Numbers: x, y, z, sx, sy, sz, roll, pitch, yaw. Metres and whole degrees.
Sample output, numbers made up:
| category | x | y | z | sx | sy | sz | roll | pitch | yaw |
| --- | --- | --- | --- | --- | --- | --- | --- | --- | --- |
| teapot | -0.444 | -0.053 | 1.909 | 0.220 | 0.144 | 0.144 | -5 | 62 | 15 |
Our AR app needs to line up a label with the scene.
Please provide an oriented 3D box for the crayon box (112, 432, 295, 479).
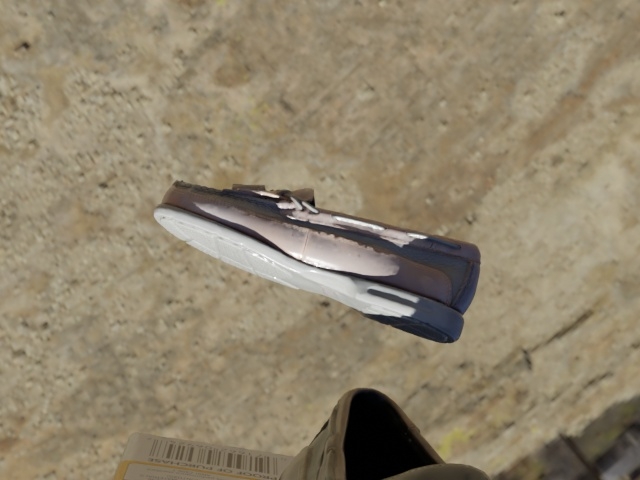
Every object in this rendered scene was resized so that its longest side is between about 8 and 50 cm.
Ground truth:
| category | x | y | z | sx | sy | sz | roll | pitch | yaw |
| --- | --- | --- | --- | --- | --- | --- | --- | --- | --- |
| crayon box | -0.032 | 0.204 | 0.688 | 0.203 | 0.323 | 0.083 | 9 | 95 | -3 |

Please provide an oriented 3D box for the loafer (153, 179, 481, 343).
| category | x | y | z | sx | sy | sz | roll | pitch | yaw |
| --- | --- | --- | --- | --- | --- | --- | --- | --- | --- |
| loafer | 0.000 | 0.000 | 0.463 | 0.045 | 0.125 | 0.039 | 88 | 25 | -75 |

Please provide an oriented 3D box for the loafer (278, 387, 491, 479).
| category | x | y | z | sx | sy | sz | roll | pitch | yaw |
| --- | --- | --- | --- | --- | --- | --- | --- | --- | --- |
| loafer | 0.032 | 0.115 | 0.495 | 0.096 | 0.267 | 0.084 | 22 | 87 | -14 |
